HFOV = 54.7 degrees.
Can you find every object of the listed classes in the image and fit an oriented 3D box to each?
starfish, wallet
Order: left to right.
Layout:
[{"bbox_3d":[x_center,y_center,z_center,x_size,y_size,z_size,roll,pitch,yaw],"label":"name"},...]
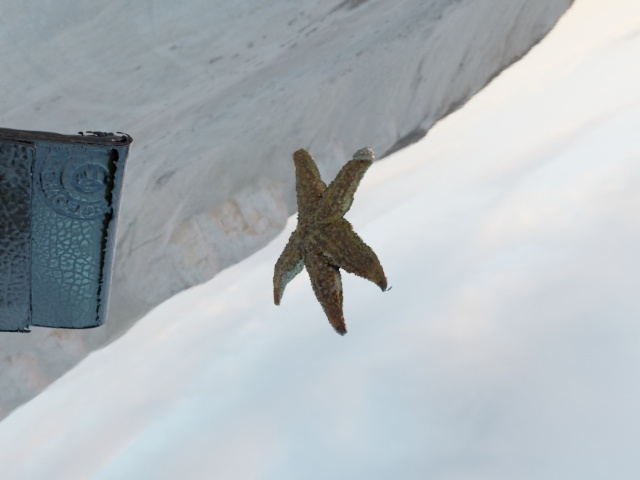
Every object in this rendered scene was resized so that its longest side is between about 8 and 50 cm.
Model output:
[{"bbox_3d":[-0.266,0.001,0.611,0.132,0.243,0.039,1,-141,-27],"label":"wallet"},{"bbox_3d":[-0.001,0.000,0.722,0.043,0.227,0.240,6,134,-35],"label":"starfish"}]
